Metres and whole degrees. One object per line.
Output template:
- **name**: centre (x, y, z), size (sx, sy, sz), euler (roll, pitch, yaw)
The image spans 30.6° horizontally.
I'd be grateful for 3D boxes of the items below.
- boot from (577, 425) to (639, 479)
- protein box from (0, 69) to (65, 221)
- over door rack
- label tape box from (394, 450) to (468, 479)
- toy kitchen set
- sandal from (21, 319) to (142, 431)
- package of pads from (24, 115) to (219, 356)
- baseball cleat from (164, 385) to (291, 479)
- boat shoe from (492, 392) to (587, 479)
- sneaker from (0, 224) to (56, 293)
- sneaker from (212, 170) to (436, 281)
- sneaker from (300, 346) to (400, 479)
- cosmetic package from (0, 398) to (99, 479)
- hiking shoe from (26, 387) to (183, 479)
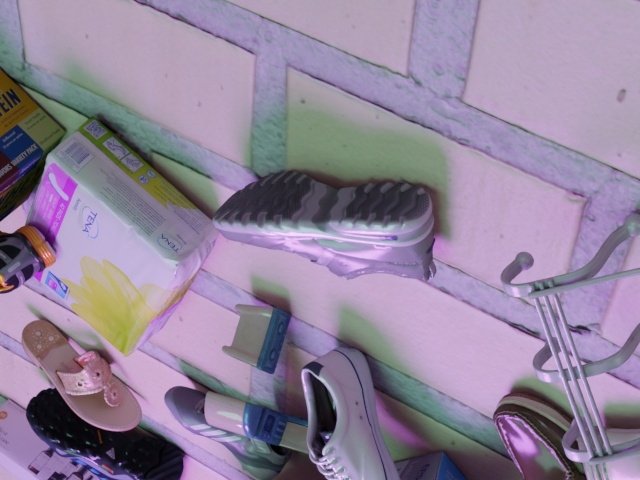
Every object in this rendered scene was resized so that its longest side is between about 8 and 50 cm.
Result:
- **boot**: centre (0.386, 0.282, 1.267), size (0.165, 0.077, 0.213), euler (-16, 110, 47)
- **protein box**: centre (-0.480, -0.130, 1.563), size (0.200, 0.136, 0.201), euler (44, 143, -3)
- **over door rack**: centre (0.359, 0.091, 1.095), size (0.324, 0.108, 0.239), euler (-8, 122, 28)
- **label tape box**: centre (0.178, 0.409, 1.546), size (0.249, 0.115, 0.347), euler (50, 140, -10)
- **toy kitchen set**: centre (-0.044, 0.189, 1.558), size (0.122, 0.166, 0.207), euler (13, 169, 22)
- **sandal**: centre (-0.379, 0.205, 1.845), size (0.240, 0.088, 0.079), euler (40, 149, 10)
- **package of pads**: centre (-0.274, 0.009, 1.548), size (0.229, 0.101, 0.296), euler (41, 144, 3)
- **baseball cleat**: centre (-0.130, 0.262, 1.715), size (0.206, 0.072, 0.109), euler (35, 129, 1)
- **boat shoe**: centre (0.284, 0.291, 1.347), size (0.257, 0.095, 0.095), euler (47, 142, -8)
- **sneaker**: centre (-0.436, 0.036, 1.578), size (0.084, 0.083, 0.215), euler (53, 146, -10)
- **sneaker**: centre (0.000, 0.000, 1.299), size (0.281, 0.105, 0.115), euler (8, 132, 35)
- **sneaker**: centre (0.029, 0.266, 1.462), size (0.094, 0.091, 0.258), euler (-20, 84, 52)
- **cosmetic package**: centre (-0.510, 0.397, 2.140), size (0.239, 0.099, 0.060), euler (31, 139, 12)
- **hiking shoe**: centre (-0.370, 0.361, 1.968), size (0.304, 0.113, 0.132), euler (27, 140, 18)
